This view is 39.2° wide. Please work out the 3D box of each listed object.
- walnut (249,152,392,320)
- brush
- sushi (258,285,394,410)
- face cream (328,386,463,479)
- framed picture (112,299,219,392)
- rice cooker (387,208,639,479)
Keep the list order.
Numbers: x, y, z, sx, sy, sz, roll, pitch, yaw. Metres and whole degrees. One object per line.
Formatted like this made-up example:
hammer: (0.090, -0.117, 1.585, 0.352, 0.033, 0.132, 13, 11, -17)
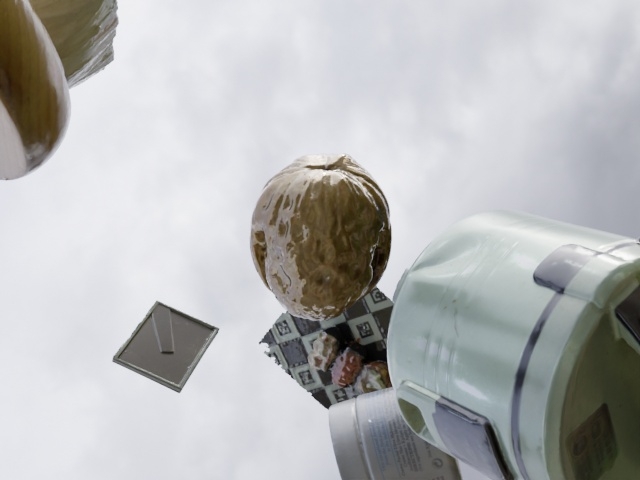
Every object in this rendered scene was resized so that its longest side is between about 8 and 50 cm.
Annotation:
walnut: (0.000, 0.000, 0.974, 0.155, 0.155, 0.184, -23, -55, -41)
brush: (-0.253, -0.173, 0.695, 0.166, 0.174, 0.266, -62, 5, -24)
sushi: (0.047, 0.200, 1.515, 0.264, 0.290, 0.050, -51, -9, 29)
face cream: (0.109, 0.291, 1.240, 0.153, 0.177, 0.177, -16, -47, 7)
framed picture: (-0.225, 0.153, 1.327, 0.149, 0.109, 0.011, -60, -5, -55)
rice cooker: (0.189, 0.096, 0.719, 0.226, 0.244, 0.226, -12, -71, -38)
